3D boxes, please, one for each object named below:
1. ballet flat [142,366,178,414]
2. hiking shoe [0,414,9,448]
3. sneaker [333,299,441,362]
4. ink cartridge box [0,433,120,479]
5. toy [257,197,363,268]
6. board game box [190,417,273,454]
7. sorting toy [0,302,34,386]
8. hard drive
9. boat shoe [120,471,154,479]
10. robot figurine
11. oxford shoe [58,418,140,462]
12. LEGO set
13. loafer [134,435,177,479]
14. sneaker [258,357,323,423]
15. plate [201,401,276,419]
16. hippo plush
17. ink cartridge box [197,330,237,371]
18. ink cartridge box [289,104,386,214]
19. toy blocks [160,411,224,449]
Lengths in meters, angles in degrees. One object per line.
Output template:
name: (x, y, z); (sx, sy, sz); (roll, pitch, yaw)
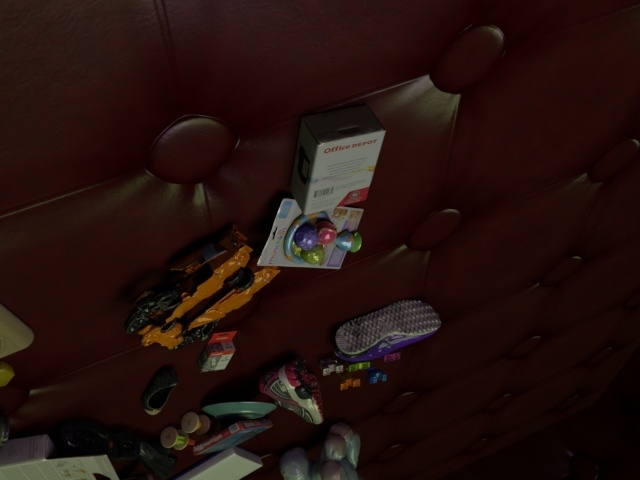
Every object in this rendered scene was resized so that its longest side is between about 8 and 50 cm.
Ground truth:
ballet flat: (-0.363, 0.349, 1.652); (0.057, 0.049, 0.173); (-4, 140, -33)
hiking shoe: (-0.722, 0.414, 1.452); (0.227, 0.086, 0.114); (-45, 131, 15)
sneaker: (0.163, 0.245, 1.884); (0.293, 0.102, 0.146); (-12, 149, -17)
ink cartridge box: (-0.588, 0.523, 1.649); (0.261, 0.066, 0.296); (-6, 144, -8)
toy: (0.000, 0.000, 1.389); (0.237, 0.056, 0.137); (3, 114, -52)
board game box: (-0.229, 0.519, 1.947); (0.145, 0.027, 0.281); (-28, 164, 4)
sorting toy: (-0.618, 0.200, 1.252); (0.229, 0.041, 0.307); (-26, 148, -5)
hard drive: (-0.352, 0.722, 2.191); (0.319, 0.040, 0.210); (-31, 148, 4)
boat shoe: (-0.572, 0.704, 1.922); (0.342, 0.123, 0.123); (-33, 142, 28)
robot figurine: (-0.229, 0.100, 1.377); (0.291, 0.085, 0.211); (-35, 147, 9)
oxford shoe: (-0.523, 0.472, 1.675); (0.096, 0.083, 0.227); (-21, 143, 20)
LEGO set: (0.092, 0.342, 1.979); (0.227, 0.093, 0.087); (-7, 111, -23)
loafer: (-0.425, 0.540, 1.863); (0.078, 0.076, 0.223); (-53, 151, -23)
sneaker: (-0.067, 0.395, 1.902); (0.112, 0.121, 0.299); (-16, 142, 9)
plate: (-0.204, 0.432, 1.846); (0.188, 0.024, 0.188); (-3, 158, -1)
hippo plush: (-0.002, 0.720, 2.364); (0.236, 0.234, 0.294); (-6, 138, 21)
ink cartridge box: (-0.228, 0.249, 1.637); (0.063, 0.029, 0.115); (-2, 140, -35)
ink cartridge box: (0.026, -0.138, 1.253); (0.127, 0.072, 0.175); (-14, 145, -22)
toy blocks: (-0.323, 0.498, 1.889); (0.123, 0.054, 0.148); (-36, 148, 10)
